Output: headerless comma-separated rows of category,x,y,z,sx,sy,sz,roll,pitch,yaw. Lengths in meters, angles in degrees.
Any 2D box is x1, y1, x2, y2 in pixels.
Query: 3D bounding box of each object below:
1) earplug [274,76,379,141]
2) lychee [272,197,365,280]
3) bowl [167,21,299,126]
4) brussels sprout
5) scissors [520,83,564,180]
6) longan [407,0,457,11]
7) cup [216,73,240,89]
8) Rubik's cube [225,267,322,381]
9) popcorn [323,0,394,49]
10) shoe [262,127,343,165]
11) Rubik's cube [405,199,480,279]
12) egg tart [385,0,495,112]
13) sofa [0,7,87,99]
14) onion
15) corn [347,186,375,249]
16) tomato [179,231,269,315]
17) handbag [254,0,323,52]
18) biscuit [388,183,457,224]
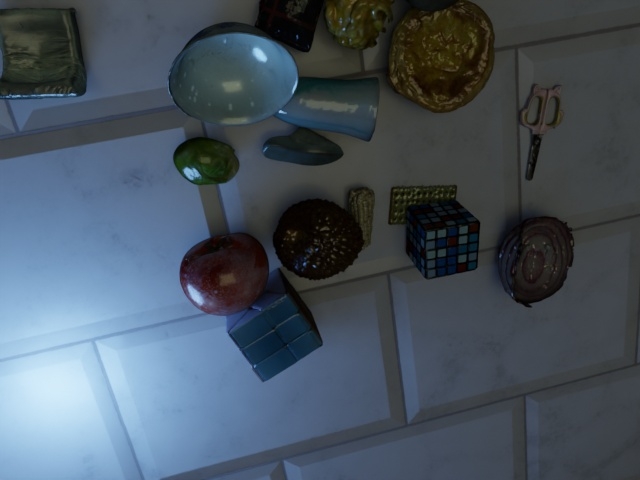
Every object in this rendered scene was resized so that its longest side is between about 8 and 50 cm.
earplug,-0.005,-0.395,1.504,0.324,0.185,0.184,5,108,-5
lychee,0.000,0.000,1.593,0.268,0.267,0.267,-4,109,-10
bowl,-0.217,-0.435,1.274,0.314,0.313,0.146,-7,66,-9
brussels sprout,-0.330,-0.229,1.491,0.162,0.143,0.181,-22,155,25
scissors,0.726,-0.355,1.727,0.160,0.024,0.317,-1,109,-11
longan,0.297,-0.692,1.347,0.198,0.212,0.198,2,82,-16
cup,-0.293,-0.466,1.422,0.134,0.142,0.173,15,105,-16
Rubik's cube,-0.156,0.262,1.656,0.231,0.221,0.224,-33,112,1
popcorn,0.107,-0.638,1.388,0.190,0.250,0.250,11,107,3
shoe,-0.054,-0.289,1.563,0.251,0.103,0.100,1,73,-23
Rubik's cube,0.390,-0.008,1.683,0.184,0.187,0.182,-10,118,-9
egg tart,0.349,-0.549,1.531,0.341,0.129,0.341,-3,108,-9
sofa,-0.719,-0.474,1.315,0.210,0.176,0.225,-3,109,-10
onion,0.747,0.064,1.822,0.280,0.146,0.314,-2,100,-25
corn,0.134,-0.070,1.679,0.087,0.087,0.210,-7,113,-9
tomato,-0.284,0.105,1.554,0.270,0.270,0.227,-18,117,-5
handbag,-0.079,-0.638,1.399,0.169,0.155,0.215,16,106,-7
biscuit,0.343,-0.119,1.737,0.232,0.016,0.139,-2,110,-10
